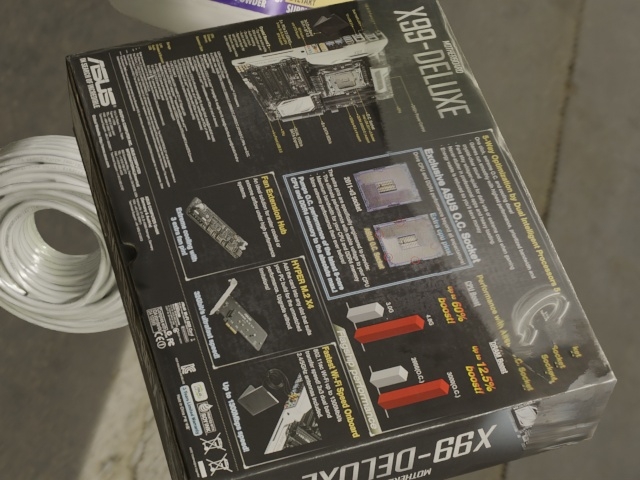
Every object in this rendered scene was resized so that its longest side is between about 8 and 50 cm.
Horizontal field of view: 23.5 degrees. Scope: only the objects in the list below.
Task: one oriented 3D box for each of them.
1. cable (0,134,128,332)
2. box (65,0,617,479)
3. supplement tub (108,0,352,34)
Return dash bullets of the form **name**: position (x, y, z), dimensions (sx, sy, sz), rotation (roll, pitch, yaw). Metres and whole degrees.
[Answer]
- **cable**: position (-0.308, -0.004, 1.840), dimensions (0.257, 0.257, 0.089), rotation (56, 26, -26)
- **box**: position (0.000, 0.000, 0.911), dimensions (0.242, 0.076, 0.307), rotation (-13, 58, -13)
- **supplement tub**: position (-0.045, -0.341, 1.365), dimensions (0.241, 0.331, 0.241), rotation (13, 12, -3)
